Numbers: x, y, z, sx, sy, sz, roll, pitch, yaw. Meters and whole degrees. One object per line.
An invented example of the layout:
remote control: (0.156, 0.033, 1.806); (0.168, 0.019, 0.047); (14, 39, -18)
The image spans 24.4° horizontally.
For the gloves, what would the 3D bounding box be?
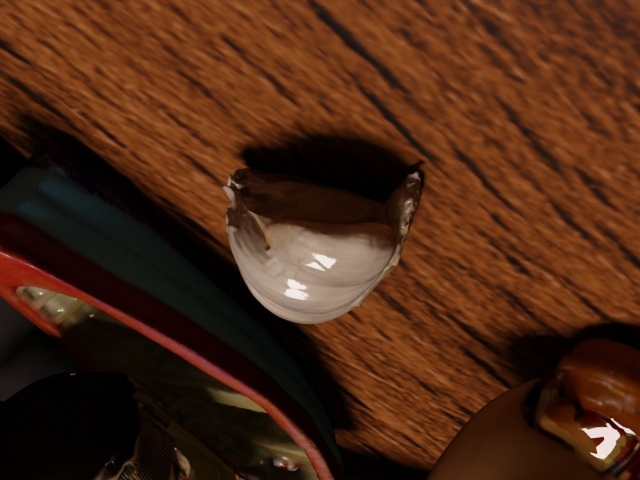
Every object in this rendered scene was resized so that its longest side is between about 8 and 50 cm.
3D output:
gloves: (-0.122, 0.205, 0.951); (0.141, 0.154, 0.331); (2, 145, 9)

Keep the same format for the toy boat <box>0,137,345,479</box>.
toy boat: (-0.086, 0.064, 0.889); (0.136, 0.079, 0.392); (7, 154, 30)

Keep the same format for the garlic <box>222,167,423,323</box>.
garlic: (-0.004, 0.002, 0.711); (0.094, 0.074, 0.113); (10, 171, -2)

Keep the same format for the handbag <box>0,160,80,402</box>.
handbag: (-0.252, 0.010, 0.810); (0.075, 0.191, 0.332); (54, 178, 38)

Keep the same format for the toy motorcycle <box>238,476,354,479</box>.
toy motorcycle: (0.035, 0.228, 1.061); (0.296, 0.198, 0.109); (20, 115, 29)

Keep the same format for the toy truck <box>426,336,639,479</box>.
toy truck: (0.184, 0.204, 0.805); (0.288, 0.204, 0.212); (30, 166, 10)
